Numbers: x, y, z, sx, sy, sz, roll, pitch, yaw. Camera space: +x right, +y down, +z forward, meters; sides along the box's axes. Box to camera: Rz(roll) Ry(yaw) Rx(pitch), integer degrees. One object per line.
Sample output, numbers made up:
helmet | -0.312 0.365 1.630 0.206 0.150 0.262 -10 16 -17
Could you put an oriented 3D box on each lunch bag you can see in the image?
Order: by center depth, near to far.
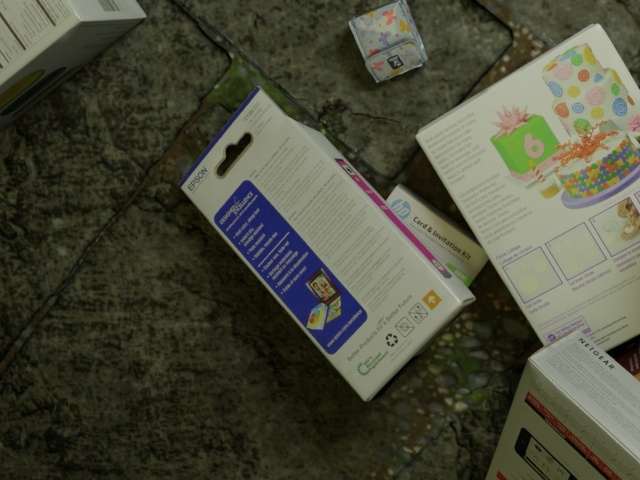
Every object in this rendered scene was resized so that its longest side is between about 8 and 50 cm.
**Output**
lunch bag | 0.082 -0.237 1.242 0.071 0.053 0.083 -18 106 18

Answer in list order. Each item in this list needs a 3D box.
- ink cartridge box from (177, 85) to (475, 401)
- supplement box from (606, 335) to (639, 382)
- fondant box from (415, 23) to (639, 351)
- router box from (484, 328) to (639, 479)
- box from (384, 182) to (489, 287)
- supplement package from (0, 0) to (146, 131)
ink cartridge box | 0.000 0.000 1.278 0.371 0.069 0.176 47 111 14
supplement box | 0.446 0.195 1.210 0.191 0.129 0.194 -32 93 18
fondant box | 0.298 -0.048 1.210 0.238 0.096 0.330 -31 95 17
router box | 0.335 0.313 1.140 0.335 0.082 0.301 44 144 32
box | 0.104 0.045 1.305 0.145 0.038 0.186 36 106 4
supplement package | -0.396 -0.273 1.267 0.262 0.199 0.198 -33 94 17
